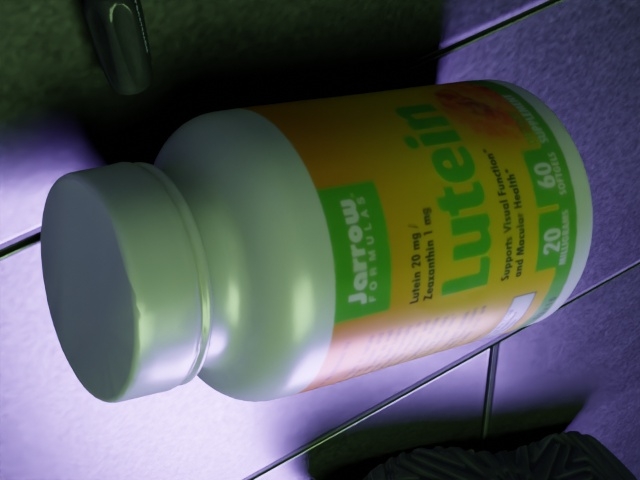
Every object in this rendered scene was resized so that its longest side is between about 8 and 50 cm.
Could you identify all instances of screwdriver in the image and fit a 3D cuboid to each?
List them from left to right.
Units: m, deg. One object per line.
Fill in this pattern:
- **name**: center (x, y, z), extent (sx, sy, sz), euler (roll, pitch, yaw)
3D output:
- **screwdriver**: center (-0.087, -0.127, 0.428), extent (0.025, 0.024, 0.170), euler (-51, 150, -39)

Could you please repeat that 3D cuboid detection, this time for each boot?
- **boot**: center (0.065, 0.383, 1.057), extent (0.367, 0.146, 0.445), euler (3, 133, -42)

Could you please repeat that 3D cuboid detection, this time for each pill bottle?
- **pill bottle**: center (0.000, 0.000, 0.542), extent (0.246, 0.136, 0.136), euler (-12, 138, -33)
